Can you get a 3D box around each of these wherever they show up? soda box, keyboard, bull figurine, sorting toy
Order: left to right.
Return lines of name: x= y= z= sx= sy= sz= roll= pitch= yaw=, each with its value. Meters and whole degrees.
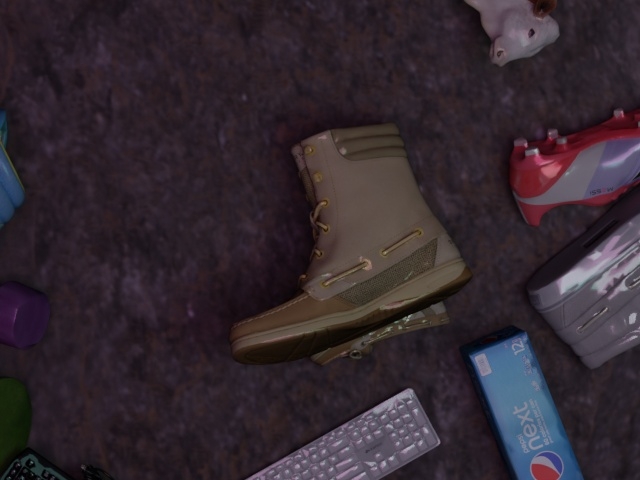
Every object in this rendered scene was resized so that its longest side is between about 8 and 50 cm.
sorting toy: x=-0.386 y=0.211 z=1.785 sx=0.126 sy=0.127 sz=0.366 roll=14 pitch=88 yaw=23
keyboard: x=-0.239 y=0.279 z=1.793 sx=0.192 sy=0.038 sz=0.100 roll=38 pitch=67 yaw=-18
keyboard: x=0.001 y=0.247 z=1.852 sx=0.256 sy=0.014 sz=0.072 roll=-29 pitch=95 yaw=-4
bull figurine: x=0.179 y=-0.339 z=1.801 sx=0.188 sy=0.101 sz=0.310 roll=13 pitch=91 yaw=-4
soda box: x=0.218 y=0.200 z=1.842 sx=0.067 sy=0.071 sz=0.210 roll=-21 pitch=94 yaw=-4

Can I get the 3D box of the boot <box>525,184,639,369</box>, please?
boot: x=0.350 y=0.022 z=1.849 sx=0.258 sy=0.095 sz=0.123 roll=-37 pitch=104 yaw=3

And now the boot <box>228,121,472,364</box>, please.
boot: x=0.000 y=0.000 z=1.771 sx=0.262 sy=0.095 sz=0.203 roll=-21 pitch=77 yaw=-14

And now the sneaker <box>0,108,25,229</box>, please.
sneaker: x=-0.434 y=-0.095 z=1.750 sx=0.319 sy=0.127 sz=0.208 roll=40 pitch=74 yaw=3

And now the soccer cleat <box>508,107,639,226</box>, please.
soccer cleat: x=0.318 y=-0.085 z=1.844 sx=0.248 sy=0.083 sz=0.095 roll=-14 pitch=114 yaw=-6

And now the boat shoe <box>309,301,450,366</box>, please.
boat shoe: x=0.061 y=0.098 z=1.832 sx=0.153 sy=0.056 sz=0.048 roll=-27 pitch=90 yaw=-11
